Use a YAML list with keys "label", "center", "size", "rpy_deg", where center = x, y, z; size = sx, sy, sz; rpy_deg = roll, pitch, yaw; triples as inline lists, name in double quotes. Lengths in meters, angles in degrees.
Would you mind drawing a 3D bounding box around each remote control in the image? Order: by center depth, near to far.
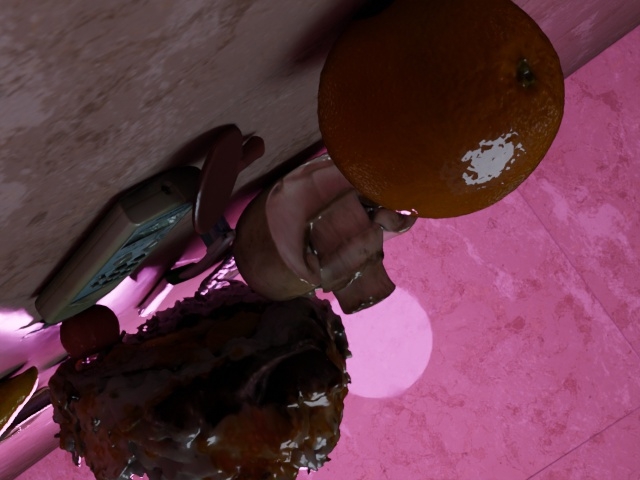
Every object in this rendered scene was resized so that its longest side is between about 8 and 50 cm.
- label: "remote control"
  center: [-0.191, 0.008, 0.970]
  size: [0.098, 0.038, 0.233]
  rpy_deg: [-32, 174, -44]

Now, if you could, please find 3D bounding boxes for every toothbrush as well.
- label: "toothbrush"
  center: [-0.191, 0.051, 1.425]
  size: [0.042, 0.040, 0.418]
  rpy_deg: [-30, 174, -29]

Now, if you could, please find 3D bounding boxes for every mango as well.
- label: "mango"
  center: [-0.445, 0.237, 1.378]
  size: [0.187, 0.066, 0.101]
  rpy_deg: [-43, 178, -10]

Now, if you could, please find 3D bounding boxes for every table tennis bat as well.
- label: "table tennis bat"
  center: [-0.082, -0.062, 0.930]
  size: [0.155, 0.019, 0.098]
  rpy_deg: [-54, 160, -63]

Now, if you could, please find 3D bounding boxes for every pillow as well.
- label: "pillow"
  center: [-0.087, 0.001, 1.745]
  size: [0.189, 0.034, 0.255]
  rpy_deg: [-39, 175, 40]

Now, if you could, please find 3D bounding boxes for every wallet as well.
- label: "wallet"
  center: [-0.503, 0.295, 1.712]
  size: [0.110, 0.039, 0.155]
  rpy_deg: [-36, 178, -42]

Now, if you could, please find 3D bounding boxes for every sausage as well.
- label: "sausage"
  center: [-0.285, 0.114, 1.284]
  size: [0.059, 0.054, 0.094]
  rpy_deg: [-37, 175, 19]

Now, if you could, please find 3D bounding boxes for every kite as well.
- label: "kite"
  center: [-0.282, 0.072, 1.170]
  size: [0.137, 0.005, 0.152]
  rpy_deg: [-37, 176, -17]

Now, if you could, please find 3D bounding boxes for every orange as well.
- label: "orange"
  center: [0.096, -0.112, 0.834]
  size: [0.206, 0.206, 0.206]
  rpy_deg: [-35, 176, -3]

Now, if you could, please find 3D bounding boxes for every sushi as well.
- label: "sushi"
  center: [-0.152, 0.187, 1.362]
  size: [0.417, 0.176, 0.417]
  rpy_deg: [-10, -161, 4]

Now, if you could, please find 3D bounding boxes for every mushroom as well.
- label: "mushroom"
  center: [0.000, 0.000, 1.335]
  size: [0.253, 0.195, 0.189]
  rpy_deg: [-31, -175, -30]

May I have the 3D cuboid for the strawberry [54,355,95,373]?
- label: "strawberry"
  center: [-0.370, 0.205, 1.587]
  size: [0.083, 0.073, 0.073]
  rpy_deg: [-53, 167, 31]
